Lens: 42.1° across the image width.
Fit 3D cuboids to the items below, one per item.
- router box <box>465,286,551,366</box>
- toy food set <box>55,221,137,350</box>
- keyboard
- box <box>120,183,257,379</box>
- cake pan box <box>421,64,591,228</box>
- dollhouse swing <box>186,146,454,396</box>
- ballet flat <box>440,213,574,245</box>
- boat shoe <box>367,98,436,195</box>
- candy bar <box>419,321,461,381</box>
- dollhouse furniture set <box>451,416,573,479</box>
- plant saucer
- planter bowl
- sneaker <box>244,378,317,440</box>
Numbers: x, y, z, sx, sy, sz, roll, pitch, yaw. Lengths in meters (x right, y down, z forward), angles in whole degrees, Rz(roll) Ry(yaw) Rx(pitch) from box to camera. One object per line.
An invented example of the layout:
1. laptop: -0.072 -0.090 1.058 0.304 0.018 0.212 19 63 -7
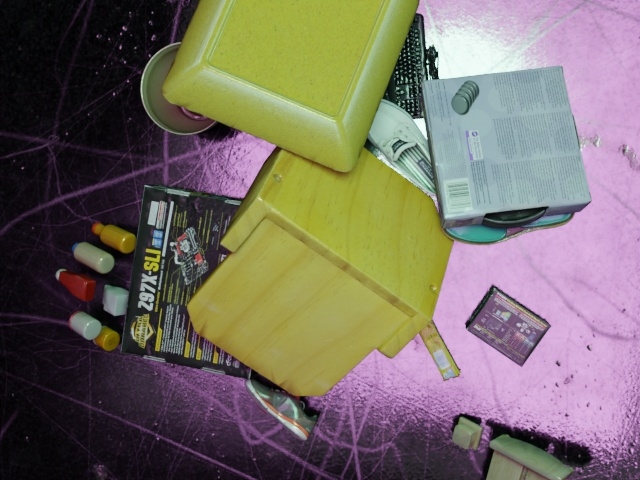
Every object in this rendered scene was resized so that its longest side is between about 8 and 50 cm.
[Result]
1. router box: 0.334 0.153 1.484 0.122 0.038 0.092 35 98 4
2. toy food set: -0.427 0.086 1.562 0.104 0.111 0.232 22 109 37
3. keyboard: 0.166 -0.315 1.483 0.100 0.038 0.192 -5 93 8
4. box: -0.217 0.074 1.533 0.257 0.079 0.322 10 95 13
5. cake pan box: 0.309 -0.155 1.405 0.246 0.070 0.266 -9 75 2
6. dollhouse swing: -0.009 0.043 1.455 0.347 0.315 0.305 34 138 -12
7. ballet flat: 0.325 -0.036 1.455 0.232 0.073 0.080 -6 91 3
8. boat shoe: 0.149 -0.169 1.466 0.226 0.076 0.083 41 110 3
9. candy bar: 0.205 0.184 1.514 0.040 0.018 0.161 -29 89 12
10. dollhouse furniture set: 0.395 0.513 1.497 0.356 0.174 0.303 25 111 35
11. plant saucer: -0.039 -0.320 1.304 0.333 0.081 0.332 22 82 -4
12. planter bowl: -0.231 -0.269 1.505 0.162 0.109 0.162 0 93 7
13. sneaker: -0.072 0.302 1.551 0.158 0.061 0.065 41 71 3
